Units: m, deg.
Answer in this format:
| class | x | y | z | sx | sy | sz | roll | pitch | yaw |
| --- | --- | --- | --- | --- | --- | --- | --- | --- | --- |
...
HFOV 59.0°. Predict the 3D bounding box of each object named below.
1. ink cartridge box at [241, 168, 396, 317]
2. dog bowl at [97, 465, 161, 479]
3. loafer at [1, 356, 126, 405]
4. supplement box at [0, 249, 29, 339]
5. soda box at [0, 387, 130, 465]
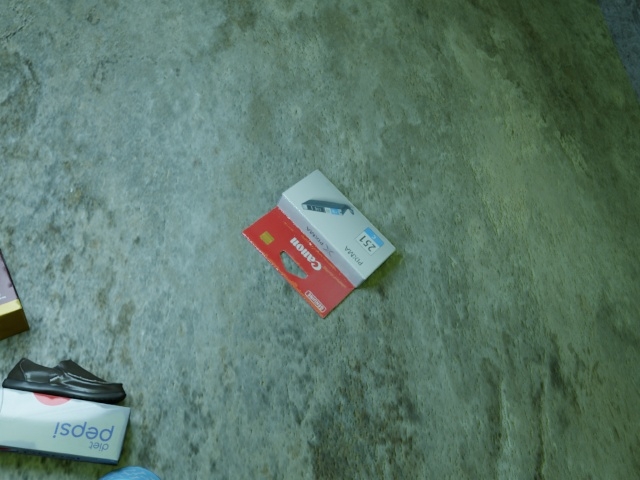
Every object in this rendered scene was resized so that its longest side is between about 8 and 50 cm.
| class | x | y | z | sx | sy | sz | roll | pitch | yaw |
| --- | --- | --- | --- | --- | --- | --- | --- | --- | --- |
| ink cartridge box | 0.000 | 0.000 | 1.399 | 0.296 | 0.066 | 0.261 | 46 | 57 | 7 |
| dog bowl | -0.309 | 0.538 | 0.974 | 0.166 | 0.074 | 0.297 | -33 | 78 | -14 |
| loafer | -0.478 | 0.263 | 1.075 | 0.220 | 0.080 | 0.078 | 13 | 61 | -14 |
| supplement box | -0.681 | 0.098 | 1.057 | 0.191 | 0.129 | 0.194 | -21 | 73 | -28 |
| soda box | -0.499 | 0.335 | 1.023 | 0.286 | 0.091 | 0.098 | 14 | 59 | -13 |
